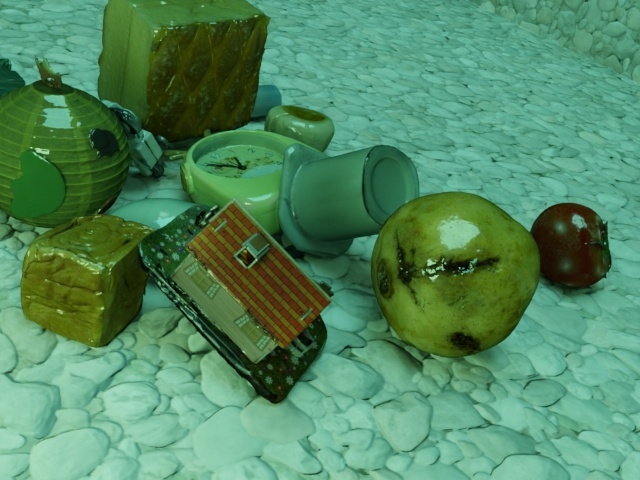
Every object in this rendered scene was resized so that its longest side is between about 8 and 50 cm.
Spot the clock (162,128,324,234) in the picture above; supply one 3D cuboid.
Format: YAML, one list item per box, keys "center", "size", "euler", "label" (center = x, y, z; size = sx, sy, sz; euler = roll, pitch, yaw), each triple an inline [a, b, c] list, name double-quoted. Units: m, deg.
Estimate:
- center: [-0.150, -0.127, 1.542]
  size: [0.308, 0.096, 0.235]
  euler: [27, 43, 32]
  label: "clock"

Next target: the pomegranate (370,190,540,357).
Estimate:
- center: [0.200, 0.051, 1.261]
  size: [0.261, 0.260, 0.260]
  euler: [10, 30, -6]
  label: "pomegranate"

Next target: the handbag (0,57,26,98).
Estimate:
- center: [-0.710, -0.299, 1.640]
  size: [0.239, 0.089, 0.326]
  euler: [-12, 38, -38]
  label: "handbag"

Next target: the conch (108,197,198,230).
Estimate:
- center: [-0.263, -0.010, 1.329]
  size: [0.221, 0.120, 0.185]
  euler: [4, 1, -7]
  label: "conch"

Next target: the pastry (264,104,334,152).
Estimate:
- center: [-0.047, -0.246, 1.825]
  size: [0.157, 0.092, 0.156]
  euler: [13, 31, -8]
  label: "pastry"

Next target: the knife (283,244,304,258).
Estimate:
- center: [0.000, 0.000, 1.498]
  size: [0.035, 0.018, 0.247]
  euler: [28, 32, 28]
  label: "knife"

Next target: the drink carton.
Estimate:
- center: [0.059, -0.072, 1.401]
  size: [0.190, 0.190, 0.186]
  euler: [-6, -18, 43]
  label: "drink carton"

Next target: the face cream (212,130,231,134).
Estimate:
- center: [-0.208, -0.213, 1.739]
  size: [0.072, 0.051, 0.182]
  euler: [1, 31, -17]
  label: "face cream"

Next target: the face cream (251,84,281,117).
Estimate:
- center: [-0.210, -0.316, 1.884]
  size: [0.250, 0.077, 0.077]
  euler: [-13, 39, -38]
  label: "face cream"

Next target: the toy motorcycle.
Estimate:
- center: [-0.365, -0.191, 1.500]
  size: [0.151, 0.228, 0.074]
  euler: [26, 73, 13]
  label: "toy motorcycle"

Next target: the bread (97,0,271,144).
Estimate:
- center: [-0.276, -0.362, 1.631]
  size: [0.279, 0.279, 0.207]
  euler: [-21, 51, -36]
  label: "bread"

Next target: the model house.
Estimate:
- center: [-0.079, 0.044, 1.139]
  size: [0.294, 0.154, 0.207]
  euler: [47, 36, 0]
  label: "model house"

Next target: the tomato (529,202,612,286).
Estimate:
- center: [0.474, 0.008, 1.562]
  size: [0.167, 0.167, 0.167]
  euler: [10, 30, -6]
  label: "tomato"

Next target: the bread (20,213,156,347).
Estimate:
- center: [-0.327, 0.049, 1.157]
  size: [0.149, 0.143, 0.158]
  euler: [17, 26, 5]
  label: "bread"

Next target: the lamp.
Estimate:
- center: [-0.435, -0.162, 1.328]
  size: [0.250, 0.284, 0.250]
  euler: [6, 28, -3]
  label: "lamp"
